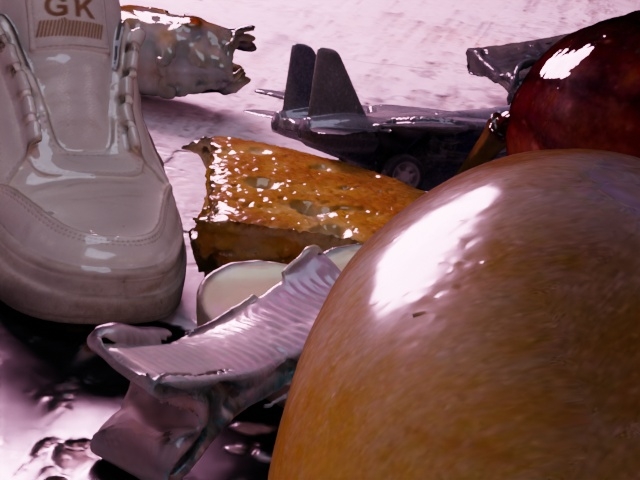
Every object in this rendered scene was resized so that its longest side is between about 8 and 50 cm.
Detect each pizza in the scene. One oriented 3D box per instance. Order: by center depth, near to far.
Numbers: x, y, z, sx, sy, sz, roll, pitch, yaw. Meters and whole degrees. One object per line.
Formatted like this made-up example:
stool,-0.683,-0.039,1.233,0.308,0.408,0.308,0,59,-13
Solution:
pizza,0.000,0.000,0.970,0.292,0.058,0.197,24,23,35

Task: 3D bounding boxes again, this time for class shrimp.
shrimp,-0.194,-0.128,1.209,0.185,0.068,0.287,18,24,28

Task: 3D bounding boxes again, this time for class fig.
fig,0.180,-0.060,0.985,0.186,0.204,0.249,-43,46,-12

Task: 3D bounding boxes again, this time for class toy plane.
toy plane,0.091,-0.066,1.147,0.267,0.088,0.212,12,5,-27

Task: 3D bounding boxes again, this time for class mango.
mango,0.092,0.091,0.573,0.221,0.199,0.384,7,22,-2

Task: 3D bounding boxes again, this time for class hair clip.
hair clip,-0.014,0.057,0.803,0.159,0.071,0.218,29,34,28

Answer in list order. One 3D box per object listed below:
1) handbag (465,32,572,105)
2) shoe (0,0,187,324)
handbag,0.251,-0.121,1.371,0.175,0.089,0.270,-10,27,-24
shoe,-0.153,-0.084,0.958,0.124,0.159,0.316,-2,29,-27
